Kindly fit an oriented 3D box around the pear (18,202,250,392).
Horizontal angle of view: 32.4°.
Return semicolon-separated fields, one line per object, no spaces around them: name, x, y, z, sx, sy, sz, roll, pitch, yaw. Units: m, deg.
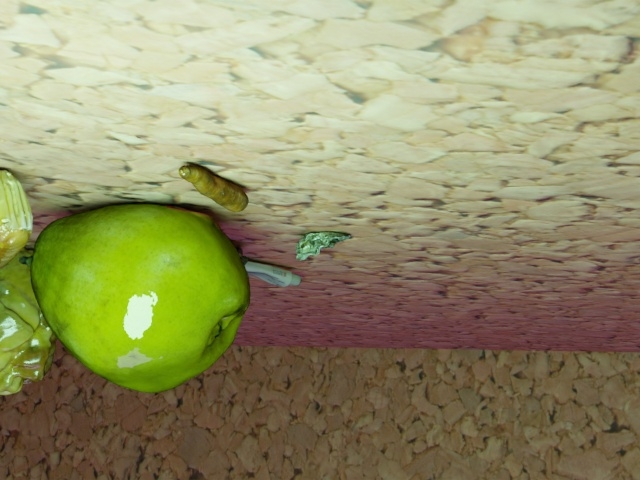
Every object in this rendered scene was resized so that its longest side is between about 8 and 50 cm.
pear;-0.285;0.073;1.632;0.375;0.287;0.287;15;173;17

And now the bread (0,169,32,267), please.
bread;-0.490;-0.025;1.529;0.153;0.119;0.288;-1;172;-24

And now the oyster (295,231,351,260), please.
oyster;0.000;0.000;1.771;0.100;0.037;0.098;-21;-179;16

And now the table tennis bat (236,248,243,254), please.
table tennis bat;-0.209;0.021;1.975;0.156;0.013;0.087;-1;166;28

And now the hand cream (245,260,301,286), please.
hand cream;-0.124;0.058;2.070;0.216;0.038;0.052;16;135;-41

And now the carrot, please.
carrot;-0.140;-0.069;1.419;0.036;0.035;0.165;-2;166;26

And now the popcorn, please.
popcorn;-0.602;0.124;2.049;0.332;0.265;0.225;40;160;20

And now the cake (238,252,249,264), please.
cake;-0.271;0.092;1.921;0.284;0.172;0.158;-6;164;35
